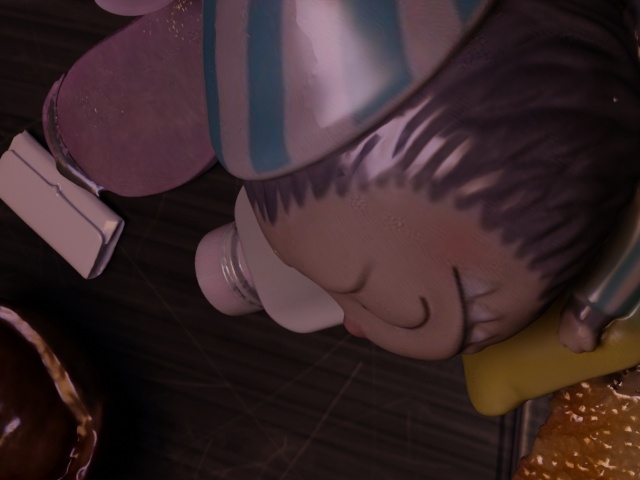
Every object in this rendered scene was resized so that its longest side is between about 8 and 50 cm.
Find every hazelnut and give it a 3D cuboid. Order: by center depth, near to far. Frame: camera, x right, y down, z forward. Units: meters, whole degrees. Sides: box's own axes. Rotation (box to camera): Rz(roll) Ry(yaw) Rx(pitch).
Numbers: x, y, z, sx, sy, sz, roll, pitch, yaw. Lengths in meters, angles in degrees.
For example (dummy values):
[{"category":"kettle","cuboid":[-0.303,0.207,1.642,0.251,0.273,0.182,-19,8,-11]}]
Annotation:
[{"category":"hazelnut","cuboid":[-0.247,0.133,1.366,0.201,0.160,0.170,43,122,29]}]

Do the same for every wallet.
[{"category":"wallet","cuboid":[-0.206,-0.028,1.382,0.122,0.025,0.061,41,116,24]}]

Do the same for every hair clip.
[{"category":"hair clip","cuboid":[-0.092,-0.136,1.241,0.359,0.110,0.095,-50,30,39]}]

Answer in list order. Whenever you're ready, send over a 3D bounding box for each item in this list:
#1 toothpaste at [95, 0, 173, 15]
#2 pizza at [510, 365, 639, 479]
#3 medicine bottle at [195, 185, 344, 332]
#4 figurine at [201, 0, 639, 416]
[{"category":"toothpaste","cuboid":[-0.147,-0.299,1.199,0.100,0.066,0.323,-37,54,39]},{"category":"pizza","cuboid":[0.238,0.148,1.037,0.323,0.089,0.223,8,114,35]},{"category":"medicine bottle","cuboid":[0.000,0.000,1.199,0.183,0.069,0.119,-19,90,38]},{"category":"figurine","cuboid":[0.074,-0.109,0.892,0.361,0.377,0.266,-39,44,30]}]
